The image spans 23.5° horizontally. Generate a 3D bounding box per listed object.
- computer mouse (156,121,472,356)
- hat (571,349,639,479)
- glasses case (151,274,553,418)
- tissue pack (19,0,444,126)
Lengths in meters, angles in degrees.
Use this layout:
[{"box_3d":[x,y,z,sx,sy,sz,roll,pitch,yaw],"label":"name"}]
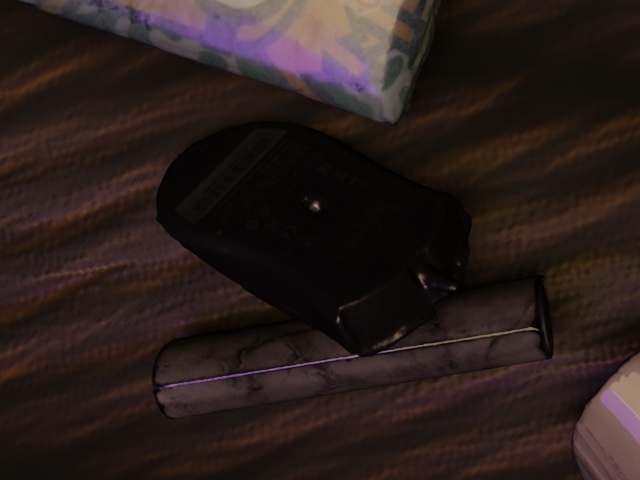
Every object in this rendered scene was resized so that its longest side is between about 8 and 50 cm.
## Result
[{"box_3d":[0.000,0.000,1.162,0.264,0.088,0.147,27,62,35],"label":"computer mouse"},{"box_3d":[0.319,0.186,1.118,0.275,0.161,0.232,43,99,6],"label":"hat"},{"box_3d":[0.026,0.083,1.176,0.299,0.114,0.060,-10,97,12],"label":"glasses case"},{"box_3d":[-0.048,-0.239,1.136,0.311,0.128,0.228,20,102,6],"label":"tissue pack"}]
